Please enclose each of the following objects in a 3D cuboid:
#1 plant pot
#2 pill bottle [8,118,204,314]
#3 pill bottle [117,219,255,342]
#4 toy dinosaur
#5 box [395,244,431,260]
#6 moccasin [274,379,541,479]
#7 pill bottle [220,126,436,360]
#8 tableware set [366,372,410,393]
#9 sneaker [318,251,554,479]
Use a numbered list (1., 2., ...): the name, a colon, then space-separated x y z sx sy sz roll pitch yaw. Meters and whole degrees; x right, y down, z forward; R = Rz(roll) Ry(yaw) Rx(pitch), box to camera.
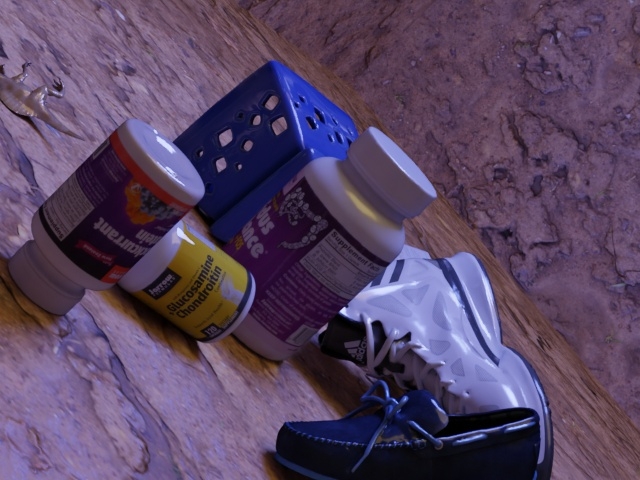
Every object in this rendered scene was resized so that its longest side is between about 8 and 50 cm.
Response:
1. plant pot: -0.058 -0.090 2.066 0.236 0.236 0.212 30 26 -50
2. pill bottle: -0.216 -0.019 1.361 0.108 0.193 0.108 43 13 -13
3. pill bottle: -0.170 0.032 1.569 0.184 0.103 0.103 38 14 -31
4. toy dinosaur: -0.368 -0.178 1.753 0.183 0.053 0.092 38 28 -1
5. box: 0.101 0.060 2.294 0.170 0.091 0.130 18 21 -16
6. moccasin: 0.104 0.222 1.593 0.342 0.116 0.138 7 12 -33
7. pill bottle: 0.000 0.000 1.769 0.169 0.301 0.169 43 12 -12
8. tableware set: 0.147 0.241 2.107 0.128 0.039 0.194 36 -2 36
9. sneaker: 0.134 0.191 1.844 0.258 0.169 0.447 -1 39 -15
